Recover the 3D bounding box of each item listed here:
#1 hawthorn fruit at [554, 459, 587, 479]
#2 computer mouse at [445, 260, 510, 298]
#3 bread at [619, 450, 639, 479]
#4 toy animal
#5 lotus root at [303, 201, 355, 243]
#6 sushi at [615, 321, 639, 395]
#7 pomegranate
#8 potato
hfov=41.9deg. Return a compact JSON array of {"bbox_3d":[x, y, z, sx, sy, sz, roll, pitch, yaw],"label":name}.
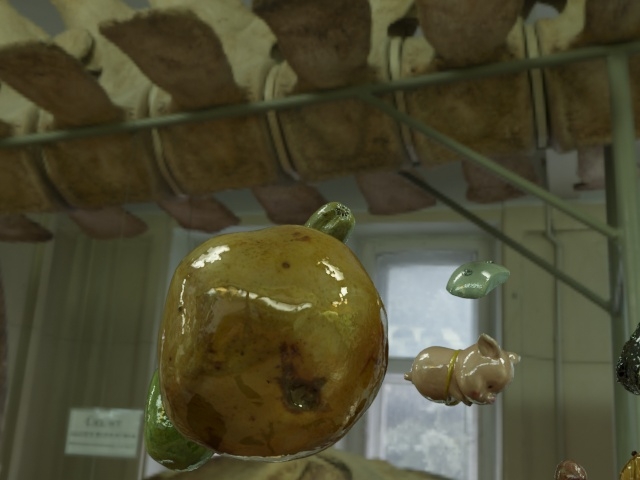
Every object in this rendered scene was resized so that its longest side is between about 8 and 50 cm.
[{"bbox_3d":[0.524,0.501,1.722,0.067,0.066,0.103,10,21,-19],"label":"hawthorn fruit"},{"bbox_3d":[0.339,0.073,1.774,0.089,0.056,0.182,20,26,36],"label":"computer mouse"},{"bbox_3d":[0.623,0.458,1.461,0.199,0.104,0.199,10,-58,16],"label":"bread"},{"bbox_3d":[0.307,0.299,1.853,0.248,0.149,0.165,-16,-19,26],"label":"toy animal"},{"bbox_3d":[0.000,0.000,1.738,0.183,0.090,0.077,-55,-20,23],"label":"lotus root"},{"bbox_3d":[0.733,0.235,1.803,0.124,0.225,0.127,35,-3,-7],"label":"sushi"},{"bbox_3d":[-0.093,0.165,1.418,0.417,0.416,0.416,3,-17,1],"label":"pomegranate"},{"bbox_3d":[-0.268,0.342,1.800,0.216,0.304,0.216,21,-27,11],"label":"potato"}]
